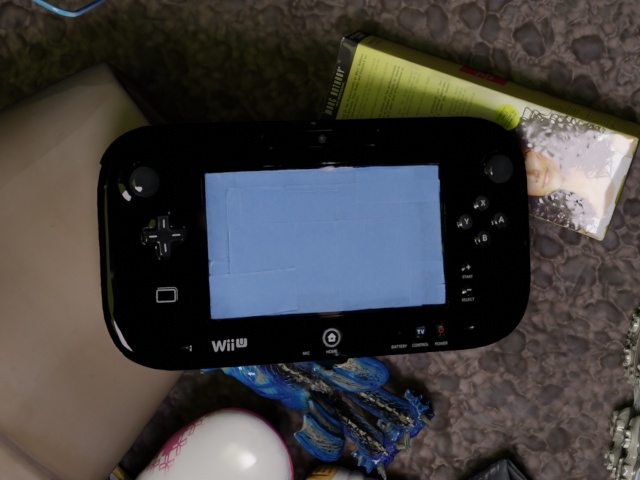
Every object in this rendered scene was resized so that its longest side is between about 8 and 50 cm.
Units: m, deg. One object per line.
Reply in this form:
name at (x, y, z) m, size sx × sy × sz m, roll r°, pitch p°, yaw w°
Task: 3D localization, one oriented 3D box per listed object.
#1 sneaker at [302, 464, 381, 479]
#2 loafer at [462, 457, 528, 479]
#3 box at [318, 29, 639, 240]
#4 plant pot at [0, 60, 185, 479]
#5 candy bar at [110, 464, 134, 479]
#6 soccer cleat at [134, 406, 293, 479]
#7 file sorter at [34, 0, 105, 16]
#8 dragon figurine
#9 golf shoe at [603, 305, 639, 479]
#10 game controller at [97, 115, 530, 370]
sneaker at (0.021, 0.332, 1.562) m, size 0.131 × 0.112 × 0.296 m, roll 13°, pitch 108°, yaw 8°
loafer at (0.191, 0.267, 1.519) m, size 0.223 × 0.076 × 0.078 m, roll 48°, pitch 118°, yaw 3°
box at (0.118, -0.081, 1.458) m, size 0.232 × 0.058 × 0.087 m, roll 19°, pitch 108°, yaw 10°
plant pot at (-0.202, 0.027, 1.462) m, size 0.280 × 0.323 × 0.323 m, roll -40°, pitch 92°, yaw 3°
candy bar at (-0.159, 0.216, 1.626) m, size 0.161 × 0.018 × 0.040 m, roll 45°, pitch 106°, yaw 0°
soccer cleat at (-0.136, 0.262, 1.526) m, size 0.116 × 0.143 × 0.331 m, roll 41°, pitch 127°, yaw 1°
file sorter at (-0.184, -0.266, 1.456) m, size 0.104 × 0.118 × 0.170 m, roll 29°, pitch 109°, yaw 2°
dragon figurine at (-0.006, 0.105, 1.448) m, size 0.144 × 0.289 × 0.085 m, roll 34°, pitch 91°, yaw 22°
golf shoe at (0.272, 0.109, 1.476) m, size 0.086 × 0.069 × 0.176 m, roll 6°, pitch 109°, yaw -8°
game controller at (0.000, 0.000, 1.355) m, size 0.319 × 0.067 × 0.166 m, roll -3°, pitch 83°, yaw -21°
